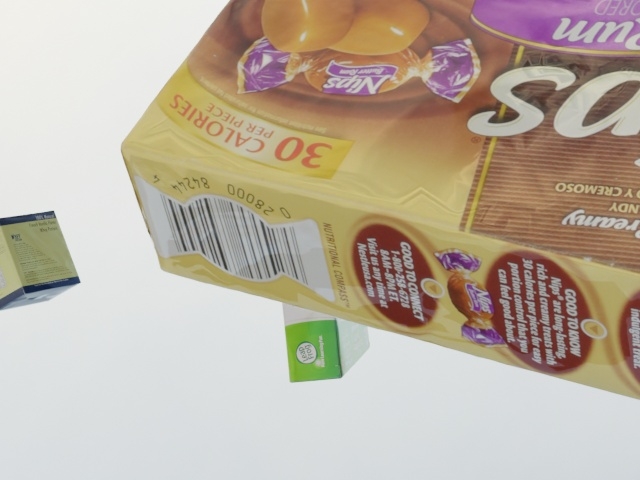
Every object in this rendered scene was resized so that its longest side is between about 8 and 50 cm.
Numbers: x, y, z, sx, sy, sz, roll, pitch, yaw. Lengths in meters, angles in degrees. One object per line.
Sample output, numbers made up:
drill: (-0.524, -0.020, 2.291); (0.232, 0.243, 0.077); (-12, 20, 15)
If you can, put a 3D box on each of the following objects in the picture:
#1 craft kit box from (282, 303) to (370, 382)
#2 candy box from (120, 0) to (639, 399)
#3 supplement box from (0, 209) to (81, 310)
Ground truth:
craft kit box: (0.000, 0.000, 1.641); (0.061, 0.246, 0.250); (-8, -179, 8)
candy box: (0.057, -0.024, 0.433); (0.187, 0.053, 0.109); (14, -129, 26)
supplement box: (-0.306, 0.021, 1.750); (0.056, 0.083, 0.083); (-27, 171, 35)
